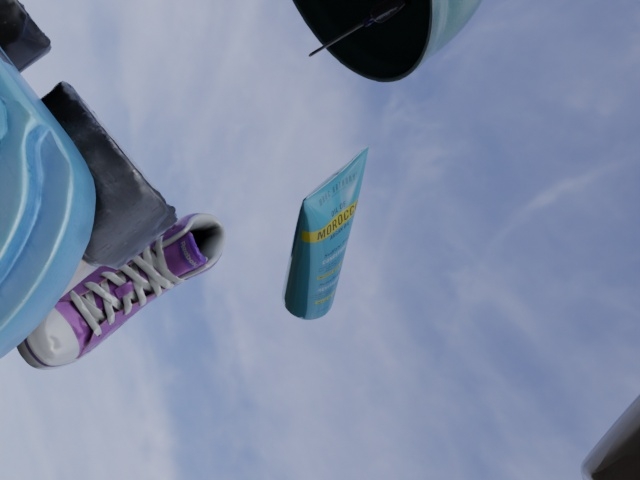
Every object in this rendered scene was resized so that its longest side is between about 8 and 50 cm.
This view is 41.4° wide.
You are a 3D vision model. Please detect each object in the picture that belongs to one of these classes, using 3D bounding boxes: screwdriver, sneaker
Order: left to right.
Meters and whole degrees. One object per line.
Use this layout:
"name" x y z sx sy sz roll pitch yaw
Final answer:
"sneaker" -0.224 0.043 1.003 0.161 0.282 0.102 -20 -73 42
"screwdriver" 0.044 -0.249 0.994 0.170 0.025 0.024 -21 -100 51

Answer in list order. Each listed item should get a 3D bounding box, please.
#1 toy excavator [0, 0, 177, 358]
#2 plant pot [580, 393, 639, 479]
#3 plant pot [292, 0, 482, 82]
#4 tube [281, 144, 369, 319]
"toy excavator" -0.291 -0.130 0.347 0.433 0.222 0.445 51 -6 9
"plant pot" 0.341 0.176 0.661 0.263 0.229 0.263 56 0 0
"plant pot" 0.100 -0.362 0.999 0.293 0.196 0.293 46 -24 27
"tube" 0.000 0.000 0.769 0.052 0.080 0.207 34 -32 14
